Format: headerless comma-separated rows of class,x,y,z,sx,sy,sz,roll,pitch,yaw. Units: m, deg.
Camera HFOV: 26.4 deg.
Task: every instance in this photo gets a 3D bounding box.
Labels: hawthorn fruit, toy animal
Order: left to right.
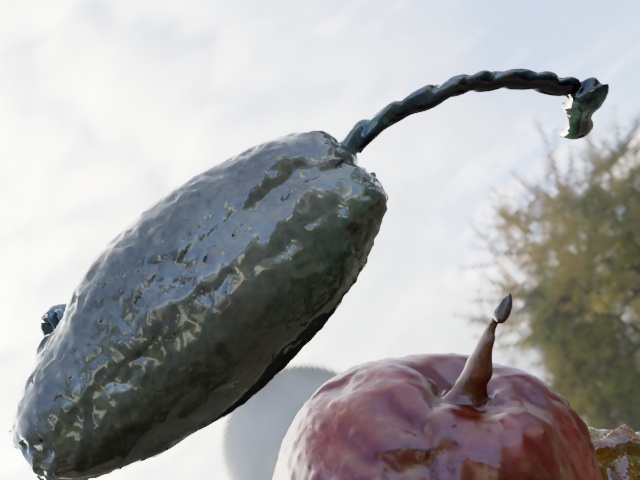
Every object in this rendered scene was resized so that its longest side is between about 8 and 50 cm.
toy animal,0.001,-0.008,0.458,0.253,0.070,0.079,-36,-1,-21
hawthorn fruit,0.066,0.133,0.735,0.207,0.207,0.243,-22,-52,-50

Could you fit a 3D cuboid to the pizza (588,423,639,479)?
pizza,0.263,0.221,1.062,0.197,0.292,0.058,-35,-9,-15
